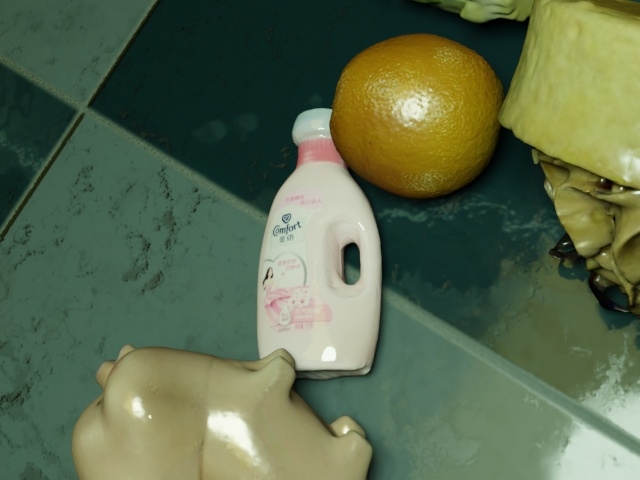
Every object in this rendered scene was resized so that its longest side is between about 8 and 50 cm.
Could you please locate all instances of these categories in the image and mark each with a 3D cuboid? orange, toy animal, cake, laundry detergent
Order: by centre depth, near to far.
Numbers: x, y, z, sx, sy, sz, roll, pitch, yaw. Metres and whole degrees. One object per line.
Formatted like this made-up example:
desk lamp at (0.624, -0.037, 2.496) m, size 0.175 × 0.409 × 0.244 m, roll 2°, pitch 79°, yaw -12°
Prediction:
cake at (0.330, -0.068, 0.915) m, size 0.332 × 0.332 × 0.321 m, roll 22°, pitch 113°, yaw 27°
toy animal at (-0.112, 0.237, 1.000) m, size 0.326 × 0.237 × 0.269 m, roll 42°, pitch 85°, yaw 2°
orange at (0.111, -0.146, 1.064) m, size 0.206 × 0.206 × 0.206 m, roll -7°, pitch 70°, yaw 20°
laundry detergent at (0.000, 0.000, 1.121) m, size 0.159 × 0.088 × 0.335 m, roll -4°, pitch 71°, yaw 18°

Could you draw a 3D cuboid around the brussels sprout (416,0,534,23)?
brussels sprout at (0.180, -0.418, 1.098) m, size 0.316 × 0.242 × 0.274 m, roll 28°, pitch 91°, yaw 27°
